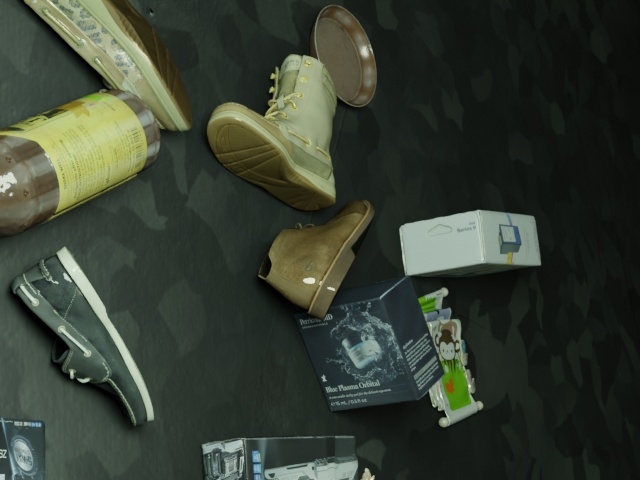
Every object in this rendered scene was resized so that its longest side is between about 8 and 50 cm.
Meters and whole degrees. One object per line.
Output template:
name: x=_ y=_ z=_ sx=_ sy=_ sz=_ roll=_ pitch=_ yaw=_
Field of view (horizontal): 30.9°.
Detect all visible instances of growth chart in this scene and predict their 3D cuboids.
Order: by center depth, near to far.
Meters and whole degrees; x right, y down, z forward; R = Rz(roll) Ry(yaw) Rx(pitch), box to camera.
growth chart: x=0.209 y=0.195 z=1.939 sx=0.172 sy=0.021 sz=0.237 roll=-24 pitch=99 yaw=-56

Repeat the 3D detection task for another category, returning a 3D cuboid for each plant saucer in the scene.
plant saucer: x=0.032 y=-0.292 z=1.852 sx=0.168 sy=0.029 sz=0.169 roll=22 pitch=62 yaw=-49

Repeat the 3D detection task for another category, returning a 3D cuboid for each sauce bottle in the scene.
sauce bottle: x=-0.308 y=-0.071 z=1.224 sx=0.344 sy=0.111 sz=0.111 roll=-36 pitch=108 yaw=-55

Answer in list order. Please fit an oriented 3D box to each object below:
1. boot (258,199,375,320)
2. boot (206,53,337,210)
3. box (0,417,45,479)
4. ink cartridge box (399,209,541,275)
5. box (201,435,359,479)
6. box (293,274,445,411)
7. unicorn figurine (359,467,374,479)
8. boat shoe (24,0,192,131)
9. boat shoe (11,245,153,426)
boot: x=0.000 y=0.000 z=1.645 sx=0.115 sy=0.112 sz=0.305 roll=25 pitch=26 yaw=4
boot: x=-0.059 y=-0.180 z=1.625 sx=0.262 sy=0.095 sz=0.204 roll=33 pitch=54 yaw=-47
box: x=-0.321 y=0.217 z=1.187 sx=0.083 sy=0.018 sz=0.067 roll=17 pitch=64 yaw=-51
ink cartridge box: x=0.254 y=0.009 z=1.947 sx=0.212 sy=0.154 sz=0.093 roll=7 pitch=75 yaw=-55
box: x=-0.036 y=0.406 z=1.470 sx=0.242 sy=0.076 sz=0.308 roll=13 pitch=68 yaw=-53
box: x=0.069 y=0.147 z=1.639 sx=0.093 sy=0.156 sz=0.158 roll=-33 pitch=105 yaw=-53
unicorn figurine: x=0.059 y=0.410 z=1.624 sx=0.111 sy=0.060 sz=0.162 roll=-40 pitch=111 yaw=-44
boat shoe: x=-0.254 y=-0.235 z=1.395 sx=0.285 sy=0.089 sz=0.105 roll=55 pitch=14 yaw=-32
boat shoe: x=-0.258 y=0.119 z=1.281 sx=0.079 sy=0.084 sz=0.233 roll=-33 pitch=118 yaw=-14
